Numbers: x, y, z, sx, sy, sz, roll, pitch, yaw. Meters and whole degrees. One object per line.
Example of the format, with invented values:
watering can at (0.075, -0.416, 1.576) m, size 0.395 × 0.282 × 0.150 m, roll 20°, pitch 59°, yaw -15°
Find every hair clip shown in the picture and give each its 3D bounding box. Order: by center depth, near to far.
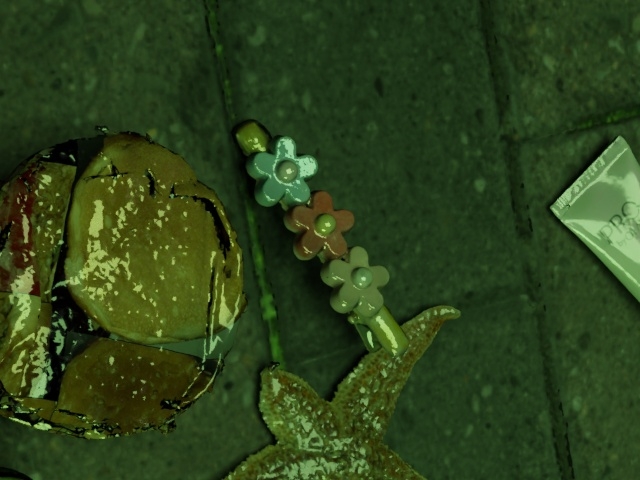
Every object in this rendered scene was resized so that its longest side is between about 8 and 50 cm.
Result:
hair clip at (0.003, -0.001, 1.448) m, size 0.062 × 0.056 × 0.214 m, roll -37°, pitch 103°, yaw -29°

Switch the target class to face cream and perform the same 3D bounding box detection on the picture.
face cream at (0.299, 0.029, 1.640) m, size 0.092 × 0.058 × 0.243 m, roll -46°, pitch 107°, yaw -16°

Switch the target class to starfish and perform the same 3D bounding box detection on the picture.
starfish at (0.032, 0.179, 1.493) m, size 0.295 × 0.048 × 0.231 m, roll -40°, pitch 99°, yaw -27°

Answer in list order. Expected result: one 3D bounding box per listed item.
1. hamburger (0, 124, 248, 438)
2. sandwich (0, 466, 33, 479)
hamburger at (-0.158, 0.032, 1.344) m, size 0.231 × 0.107 × 0.231 m, roll 1°, pitch 88°, yaw -33°
sandwich at (-0.251, 0.202, 1.341) m, size 0.069 × 0.026 × 0.101 m, roll 29°, pitch 81°, yaw -32°
